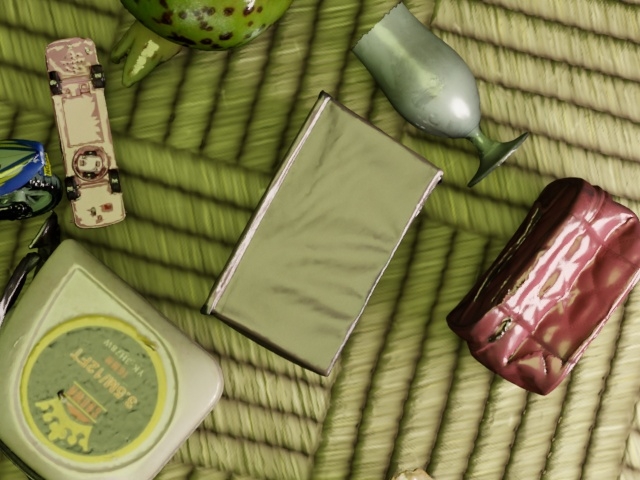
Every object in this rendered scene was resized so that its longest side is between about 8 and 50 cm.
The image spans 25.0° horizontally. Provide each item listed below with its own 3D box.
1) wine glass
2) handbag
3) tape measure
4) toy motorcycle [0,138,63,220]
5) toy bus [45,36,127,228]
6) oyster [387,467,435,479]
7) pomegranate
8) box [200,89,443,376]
[{"bbox_3d":[0.125,-0.159,1.556,0.093,0.093,0.202,-42,93,-1],"label":"wine glass"},{"bbox_3d":[0.243,0.046,1.532,0.135,0.146,0.225,39,89,-6],"label":"handbag"},{"bbox_3d":[-0.263,0.145,1.532,0.271,0.133,0.231,42,81,1],"label":"tape measure"},{"bbox_3d":[-0.421,-0.035,1.496,0.315,0.169,0.113,-15,69,7],"label":"toy motorcycle"},{"bbox_3d":[-0.252,-0.113,1.549,0.063,0.090,0.203,-10,89,-11],"label":"toy bus"},{"bbox_3d":[0.144,0.334,1.561,0.233,0.107,0.161,42,84,-19],"label":"oyster"},{"bbox_3d":[-0.136,-0.277,1.513,0.211,0.211,0.263,32,123,-1],"label":"pomegranate"},{"bbox_3d":[0.000,0.000,1.507,0.153,0.188,0.252,30,87,-1],"label":"box"}]
